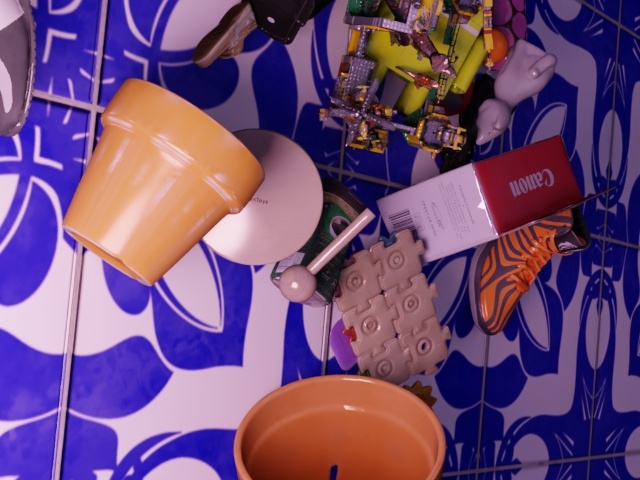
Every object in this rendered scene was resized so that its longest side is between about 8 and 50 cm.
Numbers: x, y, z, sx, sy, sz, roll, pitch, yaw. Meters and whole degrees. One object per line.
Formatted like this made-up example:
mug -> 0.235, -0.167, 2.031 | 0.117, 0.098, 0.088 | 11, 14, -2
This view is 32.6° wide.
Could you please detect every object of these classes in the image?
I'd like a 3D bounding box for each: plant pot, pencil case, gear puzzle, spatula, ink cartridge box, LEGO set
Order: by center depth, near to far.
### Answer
plant pot -> -0.202, -0.057, 1.302 | 0.188, 0.205, 0.205 | -56, 134, -13
plant pot -> 0.030, 0.357, 1.549 | 0.291, 0.291, 0.203 | -39, 137, -43
LEGO set -> 0.149, -0.274, 1.627 | 0.255, 0.192, 0.331 | 19, 96, -22
gear puzzle -> 0.120, 0.154, 1.760 | 0.175, 0.044, 0.338 | -26, 111, -21
spatula -> 0.108, 0.092, 1.808 | 0.296, 0.030, 0.084 | -48, 123, -39
ink cartridge box -> 0.301, -0.078, 1.833 | 0.309, 0.272, 0.130 | -20, 90, -50
pencil case -> 0.355, -0.418, 2.050 | 0.098, 0.095, 0.209 | -6, 99, -16

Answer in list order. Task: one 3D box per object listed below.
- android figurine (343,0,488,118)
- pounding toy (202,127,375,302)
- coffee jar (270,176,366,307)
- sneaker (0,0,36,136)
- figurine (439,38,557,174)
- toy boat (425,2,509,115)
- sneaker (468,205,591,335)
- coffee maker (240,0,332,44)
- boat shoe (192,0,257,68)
android figurine -> 0.162, -0.339, 1.750 | 0.248, 0.056, 0.272 | 25, 91, -23
pounding toy -> -0.069, -0.045, 1.509 | 0.237, 0.110, 0.183 | 39, 91, -6
coffee jar -> 0.000, 0.000, 1.631 | 0.096, 0.079, 0.184 | 41, 60, -35
sneaker -> -0.383, -0.267, 1.132 | 0.146, 0.122, 0.330 | -12, 103, -32
figurine -> 0.300, -0.225, 1.912 | 0.092, 0.215, 0.209 | 38, 61, -5
toy boat -> 0.254, -0.332, 1.876 | 0.151, 0.151, 0.231 | 32, 67, -48
sneaker -> 0.395, 0.029, 2.044 | 0.124, 0.180, 0.321 | 38, 62, -45
coffee maker -> -0.004, -0.381, 1.539 | 0.120, 0.171, 0.178 | 55, 48, -16
boat shoe -> -0.124, -0.272, 1.487 | 0.045, 0.050, 0.135 | 57, 50, -29
